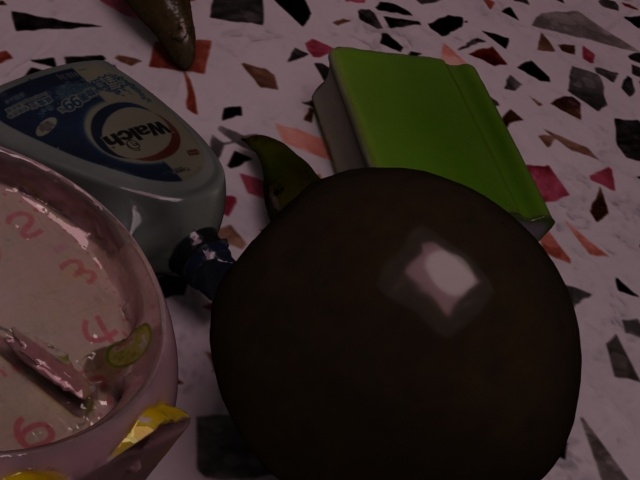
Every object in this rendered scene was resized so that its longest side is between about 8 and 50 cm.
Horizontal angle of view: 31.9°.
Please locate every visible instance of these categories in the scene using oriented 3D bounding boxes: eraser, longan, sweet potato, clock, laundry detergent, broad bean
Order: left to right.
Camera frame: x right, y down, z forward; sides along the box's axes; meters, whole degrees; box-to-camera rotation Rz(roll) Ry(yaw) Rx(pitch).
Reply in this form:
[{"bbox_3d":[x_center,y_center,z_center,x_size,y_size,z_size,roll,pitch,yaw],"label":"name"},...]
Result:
[{"bbox_3d":[-0.298,0.070,0.759,0.376,0.250,0.368,48,38,17],"label":"clock"},{"bbox_3d":[-0.190,-0.040,1.042,0.215,0.105,0.280,-25,62,-40],"label":"laundry detergent"},{"bbox_3d":[-0.198,-0.340,1.353,0.124,0.098,0.310,16,45,-19],"label":"sweet potato"},{"bbox_3d":[0.000,0.000,1.113,0.077,0.061,0.339,-4,49,-37],"label":"broad bean"},{"bbox_3d":[0.063,0.087,0.889,0.297,0.297,0.297,12,43,-12],"label":"longan"},{"bbox_3d":[0.120,-0.095,1.244,0.210,0.092,0.274,2,45,-23],"label":"eraser"}]
